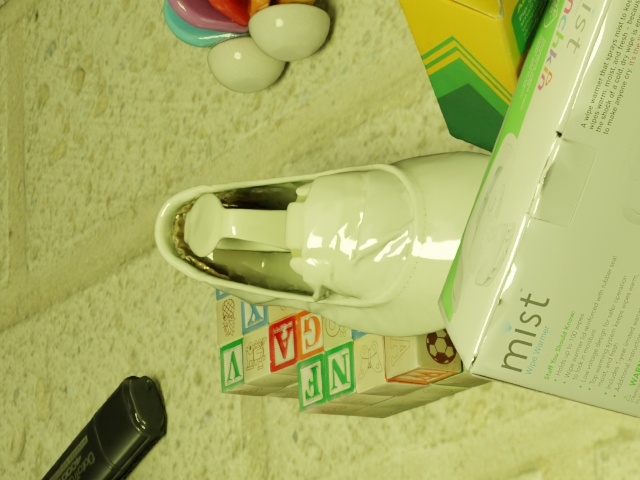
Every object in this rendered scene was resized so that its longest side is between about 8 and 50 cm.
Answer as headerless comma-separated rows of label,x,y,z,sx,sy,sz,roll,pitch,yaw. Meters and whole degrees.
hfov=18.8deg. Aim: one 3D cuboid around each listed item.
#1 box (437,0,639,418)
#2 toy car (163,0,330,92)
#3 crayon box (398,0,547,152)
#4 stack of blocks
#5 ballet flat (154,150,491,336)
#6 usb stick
box,0.225,-0.026,1.173,0.127,0.231,0.262,-106,32,-70
toy car,-0.079,-0.236,1.801,0.182,0.136,0.159,-31,58,51
crayon box,0.140,-0.198,1.259,0.083,0.323,0.203,24,78,18
stack of blocks,0.025,0.060,1.621,0.297,0.087,0.171,-25,63,53
ballet flat,0.000,0.000,1.470,0.400,0.139,0.139,-2,82,55
usb stick,-0.241,0.239,2.037,0.278,0.045,0.077,-49,52,41
